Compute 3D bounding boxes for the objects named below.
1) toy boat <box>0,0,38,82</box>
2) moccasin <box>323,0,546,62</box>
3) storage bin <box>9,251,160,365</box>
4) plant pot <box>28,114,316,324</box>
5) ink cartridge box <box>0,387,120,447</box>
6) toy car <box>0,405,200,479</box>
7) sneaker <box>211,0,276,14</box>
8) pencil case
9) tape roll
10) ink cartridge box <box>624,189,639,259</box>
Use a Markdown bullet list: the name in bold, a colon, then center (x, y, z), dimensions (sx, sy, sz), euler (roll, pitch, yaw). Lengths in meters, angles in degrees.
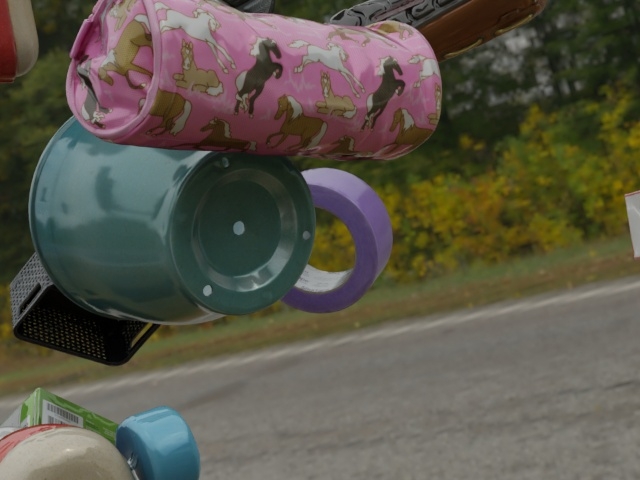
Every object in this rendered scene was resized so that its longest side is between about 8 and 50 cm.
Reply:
- **toy boat**: center (-0.434, -0.296, 1.436), dimensions (0.151, 0.231, 0.151), euler (-14, 12, -23)
- **moccasin**: center (0.126, -0.276, 1.662), dimensions (0.380, 0.147, 0.139), euler (-29, 44, 11)
- **storage bin**: center (-0.321, 0.087, 1.644), dimensions (0.180, 0.084, 0.122), euler (23, -56, -35)
- **plant pot**: center (-0.148, -0.023, 1.337), dimensions (0.271, 0.272, 0.255), euler (-20, 19, -32)
- **ink cartridge box**: center (-0.420, 0.360, 1.785), dimensions (0.255, 0.188, 0.097), euler (-42, 35, 23)
- **toy car**: center (-0.237, 0.235, 0.971), dimensions (0.219, 0.210, 0.238), euler (-18, 15, -33)
- **sneaker**: center (-0.144, -0.264, 1.646), dimensions (0.229, 0.086, 0.132), euler (-51, 8, 8)
- **pencil case**: center (-0.054, -0.162, 1.200), dimensions (0.386, 0.167, 0.160), euler (1, -16, -40)
- **tape roll**: center (0.000, 0.000, 1.661), dimensions (0.189, 0.189, 0.080), euler (-16, 12, 23)
- **ink cartridge box**: center (0.389, -0.029, 1.072), dimensions (0.198, 0.067, 0.115), euler (-7, -3, -9)
